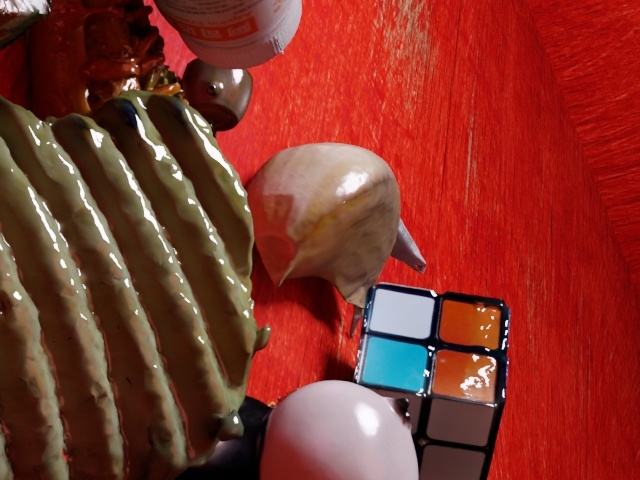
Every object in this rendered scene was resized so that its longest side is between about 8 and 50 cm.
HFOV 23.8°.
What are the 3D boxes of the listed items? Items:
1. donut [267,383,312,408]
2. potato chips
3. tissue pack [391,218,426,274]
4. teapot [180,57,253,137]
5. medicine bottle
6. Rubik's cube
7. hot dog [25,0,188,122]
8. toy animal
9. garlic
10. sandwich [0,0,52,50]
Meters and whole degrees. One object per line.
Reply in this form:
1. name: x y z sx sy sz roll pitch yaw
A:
1. donut: -0.002 0.263 1.648 0.199 0.085 0.233 -51 125 -64
2. potato chips: -0.207 0.042 1.157 0.373 0.097 0.389 10 70 -40
3. tissue pack: 0.063 -0.034 1.961 0.026 0.122 0.193 -53 139 -18
4. teapot: -0.114 -0.144 1.615 0.121 0.076 0.068 103 -3 -64
5. medicine bottle: -0.091 -0.254 1.357 0.252 0.144 0.144 58 24 -76
6. Rubik's cube: 0.128 0.176 1.834 0.183 0.180 0.167 -81 178 -48
7. hot dog: -0.178 -0.099 1.346 0.158 0.117 0.349 29 52 -65
8. toy animal: -0.024 0.222 1.417 0.165 0.235 0.187 64 24 -48
9. garlic: 0.008 -0.010 1.815 0.338 0.151 0.196 41 68 -69
10. sandwich: -0.297 -0.233 1.126 0.235 0.079 0.159 60 21 -20
